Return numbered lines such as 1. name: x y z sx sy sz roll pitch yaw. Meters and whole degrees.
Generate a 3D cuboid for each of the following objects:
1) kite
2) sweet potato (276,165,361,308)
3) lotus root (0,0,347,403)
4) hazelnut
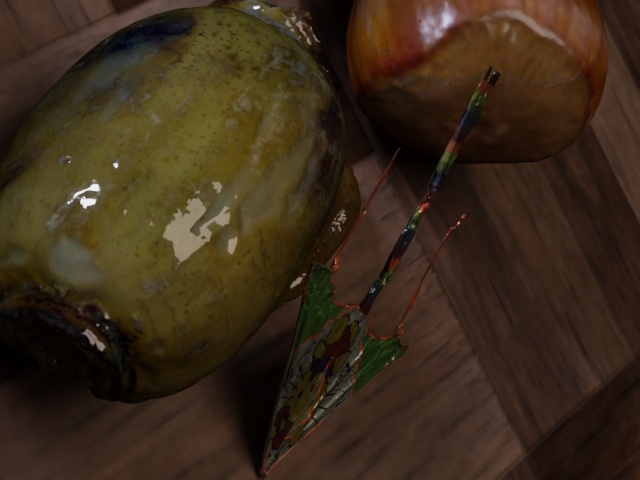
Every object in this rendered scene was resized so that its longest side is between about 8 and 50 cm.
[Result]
1. kite: 0.034 0.020 1.017 0.244 0.006 0.198 -59 158 -2
2. sweet potato: 0.000 0.000 1.066 0.026 0.026 0.115 47 48 -21
3. lotus root: -0.062 -0.039 0.931 0.154 0.154 0.278 52 42 -17
4. hazelnut: 0.091 -0.119 1.115 0.150 0.150 0.150 17 64 -39
